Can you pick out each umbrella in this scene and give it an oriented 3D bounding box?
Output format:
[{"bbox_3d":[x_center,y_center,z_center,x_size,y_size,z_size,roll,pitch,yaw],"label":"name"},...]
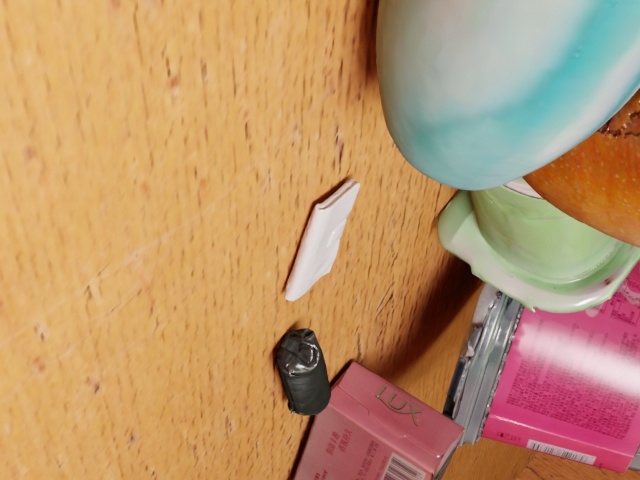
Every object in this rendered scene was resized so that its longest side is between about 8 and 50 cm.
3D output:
[{"bbox_3d":[-0.012,0.095,1.056,0.036,0.031,0.133,-25,159,-5],"label":"umbrella"}]

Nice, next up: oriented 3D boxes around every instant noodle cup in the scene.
[{"bbox_3d":[0.222,0.088,1.290,0.302,0.182,0.258,-58,164,-56],"label":"instant noodle cup"}]

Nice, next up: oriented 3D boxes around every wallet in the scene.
[{"bbox_3d":[0.000,0.000,0.933,0.044,0.011,0.083,-39,157,-42],"label":"wallet"}]

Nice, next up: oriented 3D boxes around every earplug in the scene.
[{"bbox_3d":[0.116,-0.140,0.714,0.185,0.185,0.324,-40,163,-39],"label":"earplug"}]

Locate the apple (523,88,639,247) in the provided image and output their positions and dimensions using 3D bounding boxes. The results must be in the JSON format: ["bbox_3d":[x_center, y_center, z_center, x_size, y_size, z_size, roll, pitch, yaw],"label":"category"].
[{"bbox_3d":[0.198,-0.099,0.879,0.173,0.235,0.210,3,99,-67],"label":"apple"}]

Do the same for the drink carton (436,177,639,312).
[{"bbox_3d":[0.165,-0.047,1.079,0.146,0.144,0.142,-50,157,-14],"label":"drink carton"}]

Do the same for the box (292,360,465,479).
[{"bbox_3d":[0.042,0.182,1.227,0.060,0.111,0.156,-49,165,-43],"label":"box"}]
